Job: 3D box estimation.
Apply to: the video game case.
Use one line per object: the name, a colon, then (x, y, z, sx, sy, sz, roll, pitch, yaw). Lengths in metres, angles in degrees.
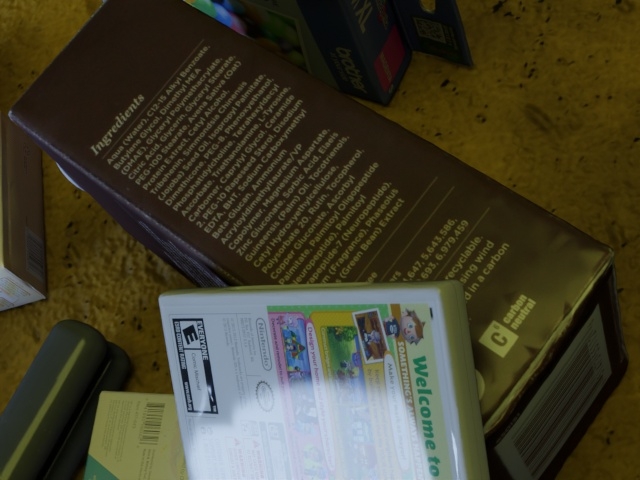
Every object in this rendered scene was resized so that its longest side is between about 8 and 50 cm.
video game case: (0.004, 0.127, 0.604, 0.193, 0.023, 0.212, -4, 98, 39)

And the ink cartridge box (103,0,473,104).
ink cartridge box: (-0.051, -0.195, 0.844, 0.311, 0.186, 0.065, 17, 70, 24)

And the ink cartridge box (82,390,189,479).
ink cartridge box: (-0.069, 0.156, 0.742, 0.143, 0.090, 0.092, 1, 67, 18)

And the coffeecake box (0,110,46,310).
coffeecake box: (-0.319, -0.005, 0.911, 0.185, 0.068, 0.142, -15, 62, 11)

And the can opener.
can opener: (-0.234, 0.181, 0.795, 0.093, 0.074, 0.280, 25, 76, 27)

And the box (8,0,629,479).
box: (0.000, 0.000, 0.737, 0.381, 0.191, 0.143, 33, 79, 27)
